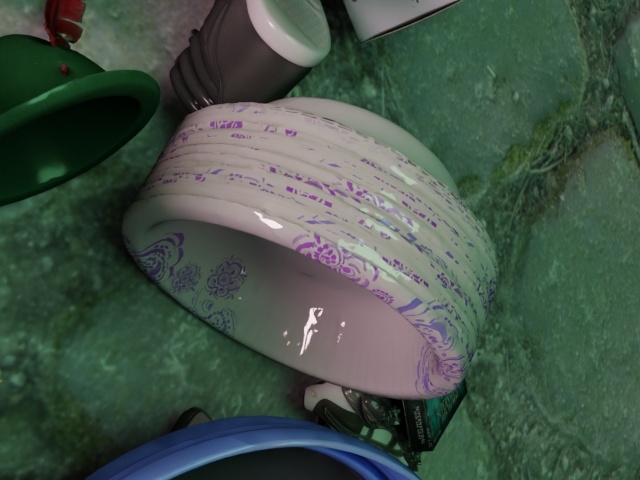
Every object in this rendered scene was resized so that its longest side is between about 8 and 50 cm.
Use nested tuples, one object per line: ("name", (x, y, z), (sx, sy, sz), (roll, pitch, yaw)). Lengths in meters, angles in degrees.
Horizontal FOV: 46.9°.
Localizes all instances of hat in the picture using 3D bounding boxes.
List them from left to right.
("hat", (-0.230, -0.140, 0.527), (0.173, 0.208, 0.183), (-31, 89, 2))

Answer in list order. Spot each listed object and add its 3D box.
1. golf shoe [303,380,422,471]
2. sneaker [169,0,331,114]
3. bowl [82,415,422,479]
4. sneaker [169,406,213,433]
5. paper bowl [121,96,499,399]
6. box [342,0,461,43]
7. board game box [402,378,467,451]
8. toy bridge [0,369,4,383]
("golf shoe", (0.047, 0.182, 0.753), (0.198, 0.094, 0.077), (59, 25, -46))
("sneaker", (-0.071, -0.210, 0.679), (0.104, 0.147, 0.296), (30, 36, -28))
("bowl", (-0.067, 0.315, 0.555), (0.391, 0.077, 0.391), (-6, 105, -23))
("sneaker", (-0.026, 0.226, 0.666), (0.271, 0.100, 0.108), (28, 63, -34))
("paper bowl", (0.000, 0.000, 0.589), (0.284, 0.284, 0.148), (40, 61, -29))
("box", (0.085, -0.345, 0.748), (0.231, 0.127, 0.262), (66, 29, -13))
("board game box", (0.118, 0.130, 0.784), (0.186, 0.026, 0.126), (-19, 99, -68))
("toy bridge", (-0.272, 0.021, 0.529), (0.063, 0.026, 0.188), (-31, 104, -38))
